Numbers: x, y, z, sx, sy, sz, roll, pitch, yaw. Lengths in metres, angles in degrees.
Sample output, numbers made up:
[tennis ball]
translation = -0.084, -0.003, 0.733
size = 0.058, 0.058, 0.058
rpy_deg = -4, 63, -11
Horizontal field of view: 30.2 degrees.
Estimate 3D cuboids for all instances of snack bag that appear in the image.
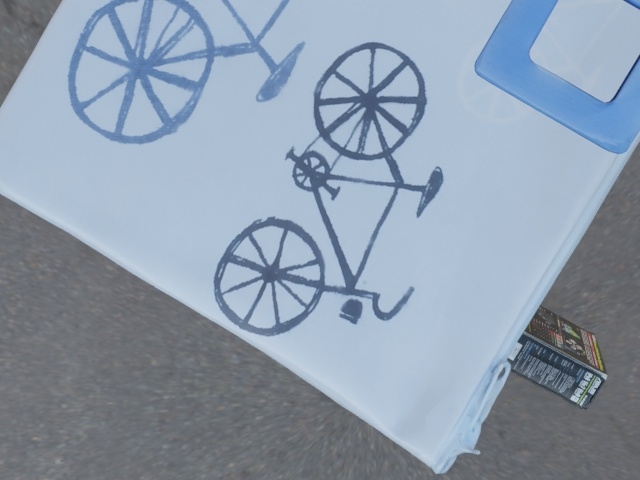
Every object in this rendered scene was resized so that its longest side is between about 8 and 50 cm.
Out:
[snack bag]
translation = 0.013, -0.096, 0.651
size = 0.342, 0.037, 0.323
rpy_deg = 31, 92, 15

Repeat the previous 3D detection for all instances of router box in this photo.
[router box]
translation = 0.199, 0.094, 1.044
size = 0.092, 0.122, 0.038
rpy_deg = 28, 105, 2

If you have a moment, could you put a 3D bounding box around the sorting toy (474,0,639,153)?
[sorting toy]
translation = 0.164, -0.187, 0.372
size = 0.196, 0.047, 0.347
rpy_deg = 45, 101, 0
